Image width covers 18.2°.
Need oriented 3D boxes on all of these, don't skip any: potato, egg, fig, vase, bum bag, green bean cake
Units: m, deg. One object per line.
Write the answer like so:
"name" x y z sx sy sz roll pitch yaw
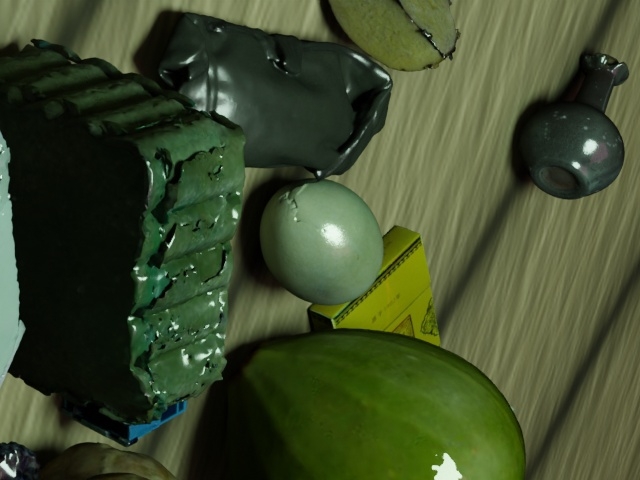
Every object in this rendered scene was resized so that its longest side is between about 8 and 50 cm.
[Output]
"potato" 0.050 -0.233 1.908 0.172 0.089 0.100 47 35 -15
"egg" 0.000 0.000 1.921 0.114 0.114 0.152 -55 142 -18
"fig" 0.042 0.218 1.972 0.316 0.316 0.316 -30 131 -42
"vase" 0.299 -0.136 2.263 0.183 0.120 0.120 -64 148 -30
"bum bag" -0.047 -0.122 1.827 0.326 0.080 0.142 6 96 -51
"green bean cake" -0.184 -0.005 1.557 0.132 0.241 0.255 -28 129 -51

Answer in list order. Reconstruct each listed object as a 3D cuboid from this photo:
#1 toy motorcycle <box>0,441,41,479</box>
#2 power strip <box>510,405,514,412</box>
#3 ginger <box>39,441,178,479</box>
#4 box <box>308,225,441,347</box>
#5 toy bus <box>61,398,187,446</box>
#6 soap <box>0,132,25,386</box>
"toy motorcycle" -0.323 0.231 1.645 0.212 0.084 0.118 -2 112 -45
"power strip" 0.168 0.258 2.367 0.192 0.035 0.081 -28 131 -43
"ginger" -0.158 0.276 1.767 0.304 0.245 0.155 37 72 -47
"box" 0.069 0.134 2.160 0.153 0.041 0.279 -42 139 -30
"toy bus" -0.170 0.075 1.758 0.106 0.090 0.184 -26 130 -45
"soap" -0.380 -0.016 1.362 0.446 0.156 0.261 25 88 -57
